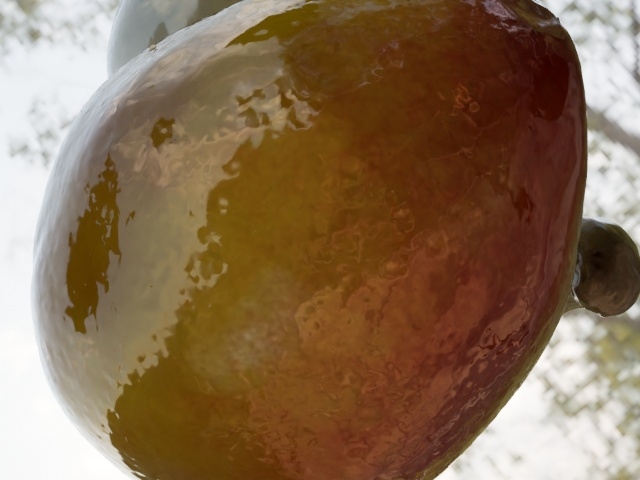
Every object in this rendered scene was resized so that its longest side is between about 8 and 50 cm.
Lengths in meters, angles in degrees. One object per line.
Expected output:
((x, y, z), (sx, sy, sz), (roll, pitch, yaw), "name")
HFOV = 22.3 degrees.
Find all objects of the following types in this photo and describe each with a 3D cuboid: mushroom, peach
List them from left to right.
((0.000, 0.004, 0.851), (0.308, 0.289, 0.289), (-14, -4, 38), "peach")
((0.122, 0.066, 1.459), (0.350, 0.128, 0.128), (-21, -13, 28), "mushroom")

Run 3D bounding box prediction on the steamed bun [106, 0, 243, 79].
((-0.029, -0.126, 1.140), (0.232, 0.145, 0.232), (-28, -20, -11), "steamed bun")
